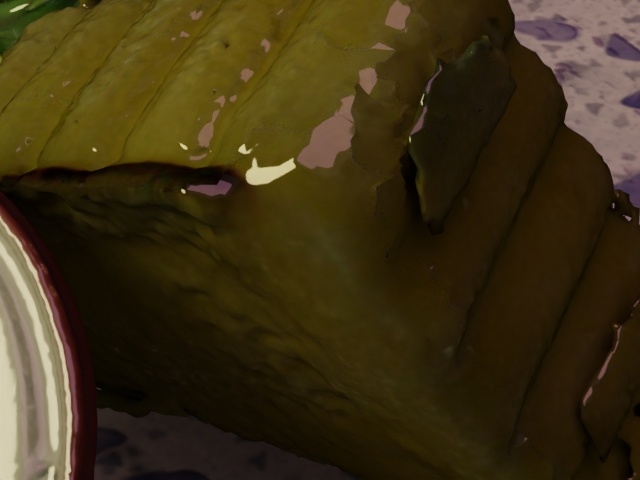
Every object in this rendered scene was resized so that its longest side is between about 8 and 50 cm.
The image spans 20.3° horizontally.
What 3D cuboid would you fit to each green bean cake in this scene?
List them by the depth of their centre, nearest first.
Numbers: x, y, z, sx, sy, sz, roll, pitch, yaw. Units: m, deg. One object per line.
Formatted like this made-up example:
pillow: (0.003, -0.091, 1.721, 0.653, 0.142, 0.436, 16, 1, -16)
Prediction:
green bean cake: (0.000, 0.000, 0.805, 0.310, 0.285, 0.202, 3, 51, 41)

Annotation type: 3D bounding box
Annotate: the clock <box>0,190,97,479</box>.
clock: (-0.232, 0.094, 0.663, 0.319, 0.080, 0.318, -8, 64, 17)

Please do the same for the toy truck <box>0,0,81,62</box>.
toy truck: (-0.143, -0.136, 1.028, 0.187, 0.148, 0.210, -43, 37, -15)
